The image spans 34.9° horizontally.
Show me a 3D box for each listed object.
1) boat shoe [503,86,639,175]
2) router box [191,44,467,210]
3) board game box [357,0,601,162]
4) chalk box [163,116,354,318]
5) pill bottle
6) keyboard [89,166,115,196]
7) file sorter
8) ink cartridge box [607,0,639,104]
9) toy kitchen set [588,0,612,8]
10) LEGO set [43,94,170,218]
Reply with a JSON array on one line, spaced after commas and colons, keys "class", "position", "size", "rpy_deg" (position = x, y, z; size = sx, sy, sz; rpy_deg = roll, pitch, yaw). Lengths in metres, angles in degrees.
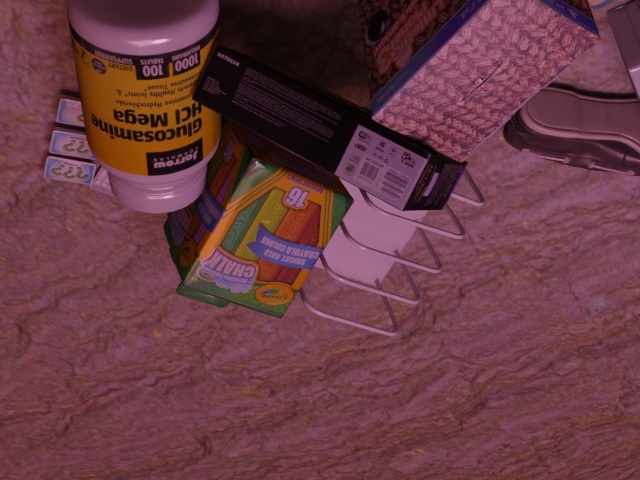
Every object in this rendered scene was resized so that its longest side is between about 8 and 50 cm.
[{"class": "boat shoe", "position": [0.442, -0.158, 1.560], "size": [0.335, 0.112, 0.095], "rpy_deg": [11, 156, -10]}, {"class": "router box", "position": [0.021, -0.141, 1.328], "size": [0.309, 0.243, 0.081], "rpy_deg": [29, 100, 15]}, {"class": "board game box", "position": [0.171, -0.287, 1.215], "size": [0.141, 0.291, 0.232], "rpy_deg": [22, 134, -29]}, {"class": "chalk box", "position": [-0.115, -0.012, 1.541], "size": [0.180, 0.179, 0.289], "rpy_deg": [19, 111, -29]}, {"class": "pill bottle", "position": [-0.226, -0.198, 1.364], "size": [0.188, 0.187, 0.334], "rpy_deg": [-1, 139, -5]}, {"class": "keyboard", "position": [-0.245, -0.069, 1.668], "size": [0.256, 0.014, 0.072], "rpy_deg": [20, 136, -27]}, {"class": "file sorter", "position": [0.097, -0.020, 1.576], "size": [0.193, 0.173, 0.277], "rpy_deg": [18, 117, -26]}, {"class": "ink cartridge box", "position": [0.496, -0.246, 1.424], "size": [0.127, 0.128, 0.176], "rpy_deg": [-21, 139, 20]}, {"class": "toy kitchen set", "position": [0.327, -0.365, 1.318], "size": [0.122, 0.166, 0.207], "rpy_deg": [31, 166, -35]}, {"class": "LEGO set", "position": [-0.290, -0.121, 1.559], "size": [0.244, 0.060, 0.182], "rpy_deg": [9, 138, -19]}]
